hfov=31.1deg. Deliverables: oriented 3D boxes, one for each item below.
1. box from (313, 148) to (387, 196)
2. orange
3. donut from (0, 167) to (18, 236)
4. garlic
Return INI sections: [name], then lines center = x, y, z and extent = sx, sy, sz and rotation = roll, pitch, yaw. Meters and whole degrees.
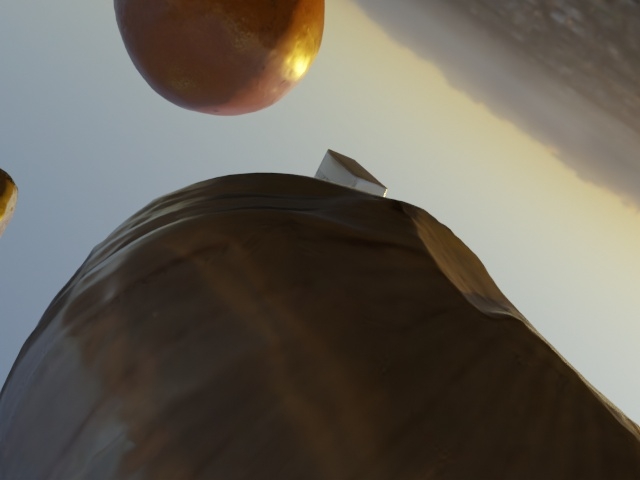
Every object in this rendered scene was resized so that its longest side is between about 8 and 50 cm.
[box]
center = 0.000, 0.000, 1.070
extent = 0.040, 0.154, 0.084
rotation = 19, -166, -30
[orange]
center = -0.142, -0.332, 1.650
extent = 0.312, 0.312, 0.312
rotation = 33, -168, -8
[donut]
center = -0.346, 0.003, 0.824
extent = 0.261, 0.208, 0.128
rotation = -8, 133, 44
[garlic]
center = -0.003, 0.121, 0.466
extent = 0.317, 0.259, 0.317
rotation = 41, -167, -11
